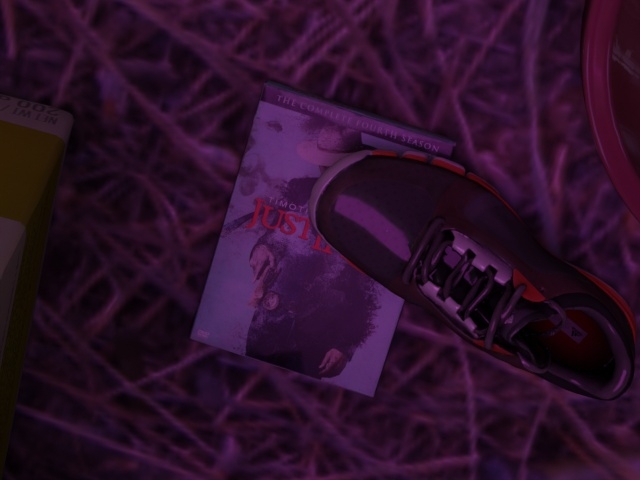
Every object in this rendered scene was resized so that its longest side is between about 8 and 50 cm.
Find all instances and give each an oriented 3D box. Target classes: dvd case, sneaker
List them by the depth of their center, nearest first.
[{"bbox_3d":[0.068,0.015,0.802,0.158,0.065,0.061,28,104,-11],"label":"sneaker"},{"bbox_3d":[0.000,0.000,0.842,0.087,0.013,0.119,18,104,2],"label":"dvd case"}]

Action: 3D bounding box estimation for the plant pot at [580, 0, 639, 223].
[{"bbox_3d":[0.196,-0.058,0.718,0.201,0.180,0.201,2,104,7],"label":"plant pot"}]

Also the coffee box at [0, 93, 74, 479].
[{"bbox_3d":[-0.300,0.108,0.716,0.337,0.334,0.338,13,108,-4],"label":"coffee box"}]
